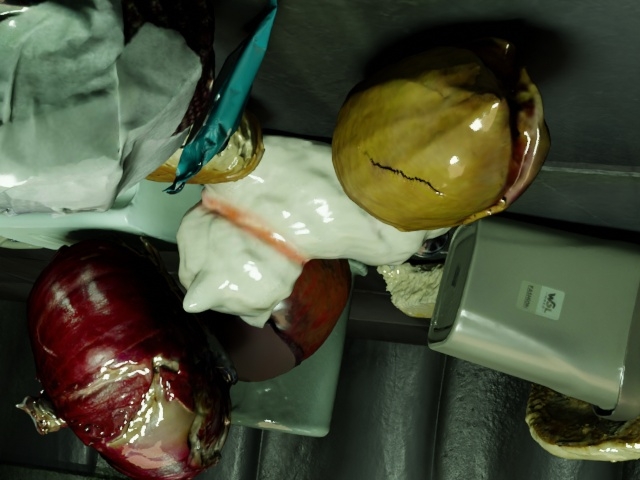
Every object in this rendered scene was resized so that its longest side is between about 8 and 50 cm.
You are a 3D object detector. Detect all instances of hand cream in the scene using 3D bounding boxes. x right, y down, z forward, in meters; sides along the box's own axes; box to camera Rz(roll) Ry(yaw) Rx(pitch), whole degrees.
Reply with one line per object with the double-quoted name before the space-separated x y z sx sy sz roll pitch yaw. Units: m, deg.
"hand cream" 0.099 -0.007 1.329 0.086 0.055 0.235 13 176 -17

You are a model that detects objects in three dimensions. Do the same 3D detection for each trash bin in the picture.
"trash bin" 0.276 0.081 1.272 0.250 0.220 0.219 15 169 -3

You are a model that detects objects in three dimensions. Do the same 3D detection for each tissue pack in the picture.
"tissue pack" -0.063 -0.094 0.712 0.028 0.138 0.085 25 165 -15

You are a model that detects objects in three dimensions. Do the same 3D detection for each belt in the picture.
"belt" -0.206 -0.110 0.611 0.289 0.184 0.164 4 166 -13

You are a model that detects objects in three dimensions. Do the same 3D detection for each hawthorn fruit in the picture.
"hawthorn fruit" -0.054 0.057 1.364 0.215 0.215 0.249 1 -157 32

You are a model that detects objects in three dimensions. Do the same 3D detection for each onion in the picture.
"onion" -0.230 0.151 1.223 0.232 0.314 0.314 -34 170 -4

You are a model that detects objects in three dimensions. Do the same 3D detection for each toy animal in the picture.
"toy animal" 0.000 0.000 1.095 0.266 0.188 0.308 -9 159 30

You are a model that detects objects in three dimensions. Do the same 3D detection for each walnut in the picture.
"walnut" 0.080 -0.071 0.748 0.137 0.137 0.245 10 178 -16

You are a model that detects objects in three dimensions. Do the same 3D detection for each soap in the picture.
"soap" -0.277 -0.041 1.289 0.265 0.088 0.160 1 167 33

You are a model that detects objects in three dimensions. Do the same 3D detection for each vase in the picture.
"vase" -0.060 0.161 1.695 0.245 0.291 0.245 9 171 1

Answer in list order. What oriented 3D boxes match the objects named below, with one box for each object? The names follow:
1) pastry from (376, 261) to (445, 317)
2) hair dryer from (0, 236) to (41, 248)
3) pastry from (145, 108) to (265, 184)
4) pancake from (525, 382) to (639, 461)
"pastry" 0.194 0.069 1.581 0.121 0.089 0.258 31 155 -36
"hair dryer" -0.507 -0.004 1.789 0.199 0.067 0.167 1 169 -32
"pastry" -0.125 -0.090 0.928 0.153 0.081 0.153 4 167 1
"pancake" 0.440 0.169 1.417 0.356 0.356 0.065 -6 126 53
